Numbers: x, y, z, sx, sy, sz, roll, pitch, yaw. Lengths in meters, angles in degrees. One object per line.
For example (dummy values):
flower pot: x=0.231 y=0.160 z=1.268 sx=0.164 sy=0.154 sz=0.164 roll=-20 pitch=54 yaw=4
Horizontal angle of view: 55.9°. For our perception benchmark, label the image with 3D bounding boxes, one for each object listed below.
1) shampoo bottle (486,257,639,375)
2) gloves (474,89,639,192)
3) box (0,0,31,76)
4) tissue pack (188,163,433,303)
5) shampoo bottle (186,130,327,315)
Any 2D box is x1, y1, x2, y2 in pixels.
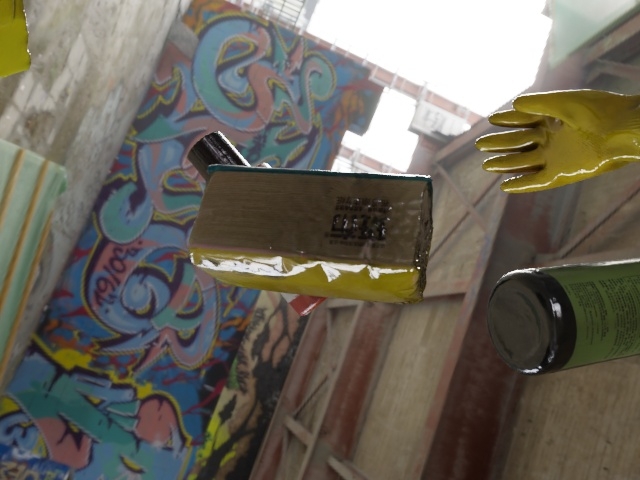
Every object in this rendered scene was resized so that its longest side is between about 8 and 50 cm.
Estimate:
shampoo bottle: x=0.313 y=0.070 z=0.625 sx=0.101 sy=0.284 sz=0.101 roll=176 pitch=-90 yaw=-67
gloves: x=0.364 y=-0.146 z=0.898 sx=0.294 sy=0.116 sz=0.133 roll=-1 pitch=-100 yaw=46
box: x=-0.268 y=-0.159 z=0.240 sx=0.168 sy=0.265 sz=0.097 roll=-33 pitch=160 yaw=-38
tissue pack: x=0.000 y=0.000 z=0.469 sx=0.120 sy=0.169 sz=0.082 roll=57 pitch=39 yaw=-71
shampoo bottle: x=-0.077 y=-0.032 z=0.837 sx=0.104 sy=0.278 sz=0.104 roll=-40 pitch=178 yaw=-2
